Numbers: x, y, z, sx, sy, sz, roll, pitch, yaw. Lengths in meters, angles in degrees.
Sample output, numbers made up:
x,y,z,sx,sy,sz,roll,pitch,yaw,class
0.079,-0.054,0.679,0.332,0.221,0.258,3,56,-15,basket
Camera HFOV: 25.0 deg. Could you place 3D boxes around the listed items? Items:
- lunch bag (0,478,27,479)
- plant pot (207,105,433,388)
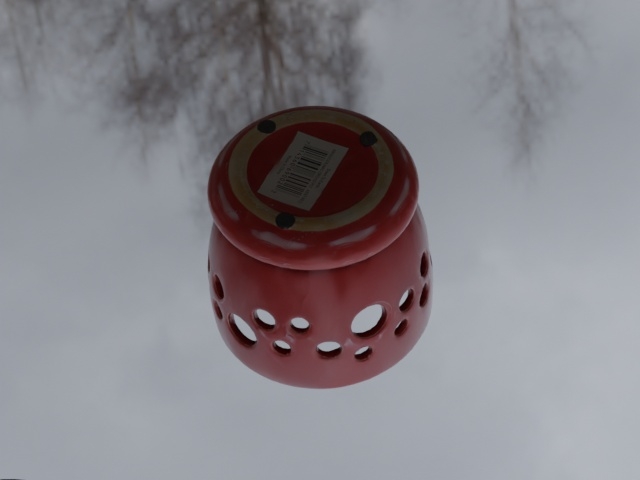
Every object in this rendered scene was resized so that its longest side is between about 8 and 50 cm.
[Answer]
x,y,z,sx,sy,sz,roll,pitch,yaw,class
-0.206,0.273,0.755,0.243,0.115,0.303,-11,-141,-23,lunch bag
0.000,0.000,1.190,0.191,0.174,0.191,0,-130,1,plant pot
